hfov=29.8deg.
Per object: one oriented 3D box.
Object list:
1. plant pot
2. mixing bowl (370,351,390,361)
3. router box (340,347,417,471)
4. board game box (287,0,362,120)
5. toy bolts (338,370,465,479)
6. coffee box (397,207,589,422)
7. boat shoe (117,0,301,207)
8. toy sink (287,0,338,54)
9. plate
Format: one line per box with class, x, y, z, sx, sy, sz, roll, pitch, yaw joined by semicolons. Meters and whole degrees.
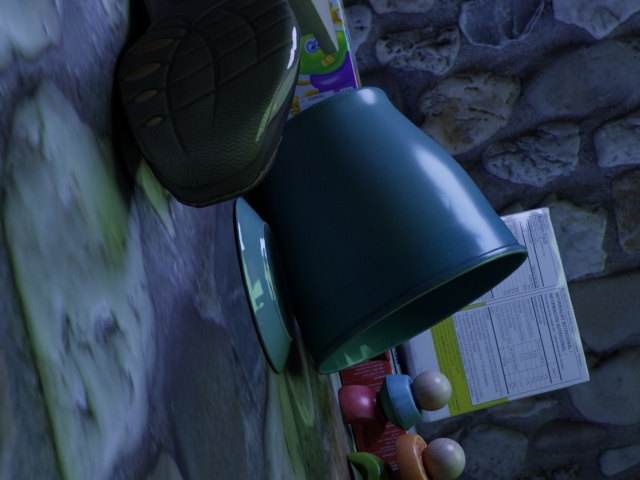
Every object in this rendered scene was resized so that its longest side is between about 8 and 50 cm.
plant pot;0.054;-0.023;1.371;0.255;0.271;0.271;60;1;14
mixing bowl;0.024;0.082;1.571;0.181;0.098;0.182;-14;90;-85
router box;0.095;0.245;2.012;0.335;0.082;0.301;41;36;-82
board game box;-0.027;-0.259;1.666;0.142;0.144;0.275;64;13;-66
toy bolts;0.139;0.303;1.749;0.218;0.158;0.229;54;19;-48
coffee box;0.271;0.149;2.321;0.337;0.334;0.338;152;-75;-75
boat shoe;-0.068;-0.119;0.912;0.355;0.132;0.130;-94;169;-56
toy sink;-0.082;-0.277;1.185;0.234;0.131;0.153;47;29;-70
plate;-0.053;0.044;1.246;0.188;0.024;0.188;-13;90;-86
